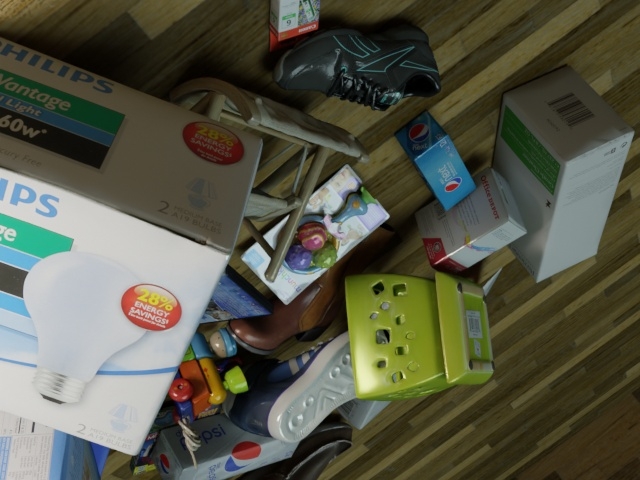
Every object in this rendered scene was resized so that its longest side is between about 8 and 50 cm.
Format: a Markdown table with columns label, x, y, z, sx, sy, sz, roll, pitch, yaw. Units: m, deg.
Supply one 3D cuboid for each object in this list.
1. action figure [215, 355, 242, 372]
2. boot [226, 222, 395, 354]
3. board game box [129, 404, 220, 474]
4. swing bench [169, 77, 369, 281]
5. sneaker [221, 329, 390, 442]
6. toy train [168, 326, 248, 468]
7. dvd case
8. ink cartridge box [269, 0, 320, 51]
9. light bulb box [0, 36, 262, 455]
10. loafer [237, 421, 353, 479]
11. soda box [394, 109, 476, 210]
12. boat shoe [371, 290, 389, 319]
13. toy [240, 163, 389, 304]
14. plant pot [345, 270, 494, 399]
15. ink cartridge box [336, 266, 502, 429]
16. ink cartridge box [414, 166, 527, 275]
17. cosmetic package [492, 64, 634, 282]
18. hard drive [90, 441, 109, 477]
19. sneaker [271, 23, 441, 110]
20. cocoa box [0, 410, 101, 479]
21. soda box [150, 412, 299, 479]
| label | x | y | z | sx | sy | sz | roll | pitch | yaw |
| --- | --- | --- | --- | --- | --- | --- | --- | --- | --- |
| action figure | -0.204 | 0.246 | 1.926 | 0.115 | 0.030 | 0.038 | -6 | 143 | -35 |
| boot | -0.014 | 0.077 | 1.813 | 0.264 | 0.096 | 0.280 | 5 | 130 | -46 |
| board game box | -0.271 | 0.355 | 1.976 | 0.194 | 0.060 | 0.194 | -11 | 140 | -33 |
| swing bench | -0.114 | -0.098 | 1.428 | 0.253 | 0.165 | 0.254 | 15 | 118 | -51 |
| sneaker | -0.044 | 0.251 | 1.961 | 0.323 | 0.236 | 0.130 | -38 | 120 | -30 |
| toy train | -0.187 | 0.263 | 1.740 | 0.143 | 0.248 | 0.105 | -18 | 145 | -15 |
| dvd case | -0.222 | 0.094 | 1.589 | 0.253 | 0.022 | 0.180 | -9 | 154 | 18 |
| ink cartridge box | -0.035 | -0.297 | 1.355 | 0.063 | 0.029 | 0.115 | -22 | 146 | -21 |
| light bulb box | -0.301 | 0.012 | 1.184 | 0.358 | 0.225 | 0.361 | 20 | 128 | -9 |
| loafer | -0.061 | 0.564 | 2.386 | 0.366 | 0.130 | 0.134 | -37 | 149 | 4 |
| soda box | 0.202 | -0.135 | 1.758 | 0.071 | 0.067 | 0.210 | -37 | 148 | 4 |
| boat shoe | 0.099 | 0.149 | 2.055 | 0.063 | 0.066 | 0.184 | 25 | 127 | -19 |
| toy | 0.000 | 0.000 | 1.704 | 0.237 | 0.056 | 0.137 | -42 | 122 | -1 |
| plant pot | 0.187 | 0.168 | 1.834 | 0.207 | 0.227 | 0.228 | -10 | 168 | 25 |
| ink cartridge box | 0.209 | 0.214 | 2.204 | 0.385 | 0.091 | 0.308 | -40 | 163 | -26 |
| ink cartridge box | 0.274 | -0.032 | 1.859 | 0.175 | 0.127 | 0.072 | -32 | 142 | 27 |
| cosmetic package | 0.432 | -0.115 | 1.882 | 0.155 | 0.197 | 0.365 | -25 | 146 | -16 |
| hard drive | -0.451 | 0.311 | 1.701 | 0.210 | 0.040 | 0.318 | 7 | 133 | -19 |
| sneaker | 0.060 | -0.240 | 1.434 | 0.267 | 0.106 | 0.101 | -14 | 160 | -29 |
| cocoa box | -0.478 | 0.408 | 1.593 | 0.228 | 0.231 | 0.347 | -4 | 134 | -4 |
| soda box | -0.176 | 0.395 | 1.970 | 0.286 | 0.098 | 0.091 | -9 | 139 | -37 |
